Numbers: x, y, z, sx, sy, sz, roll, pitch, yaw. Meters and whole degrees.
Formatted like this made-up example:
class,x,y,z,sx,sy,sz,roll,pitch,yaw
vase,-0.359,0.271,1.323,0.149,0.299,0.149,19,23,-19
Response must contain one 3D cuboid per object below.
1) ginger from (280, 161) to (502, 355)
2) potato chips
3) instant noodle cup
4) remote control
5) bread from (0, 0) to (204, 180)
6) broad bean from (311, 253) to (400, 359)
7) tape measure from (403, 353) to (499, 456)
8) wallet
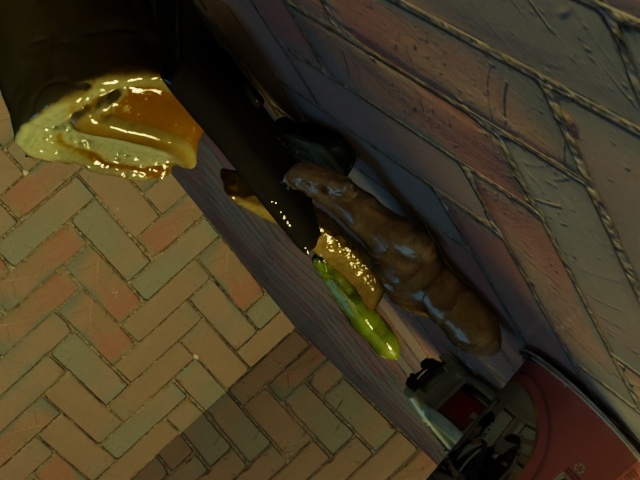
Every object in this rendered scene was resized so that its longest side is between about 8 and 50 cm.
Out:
class,x,y,z,sx,sy,sz,roll,pitch,yaw
ginger,0.090,0.016,1.512,0.334,0.081,0.148,47,174,-25
potato chips,0.000,0.000,1.858,0.407,0.080,0.057,39,-141,-45
instant noodle cup,0.234,0.297,1.504,0.244,0.255,0.244,46,175,5
remote control,-0.010,-0.115,1.575,0.072,0.042,0.222,52,173,-19
bread,-0.285,-0.265,1.688,0.300,0.210,0.341,20,-140,-48
broad bean,0.065,0.120,2.360,0.318,0.056,0.098,55,170,-35
tape measure,0.261,0.323,2.002,0.243,0.125,0.246,51,173,-26
wallet,-0.101,-0.151,1.630,0.377,0.051,0.197,54,-161,-43
